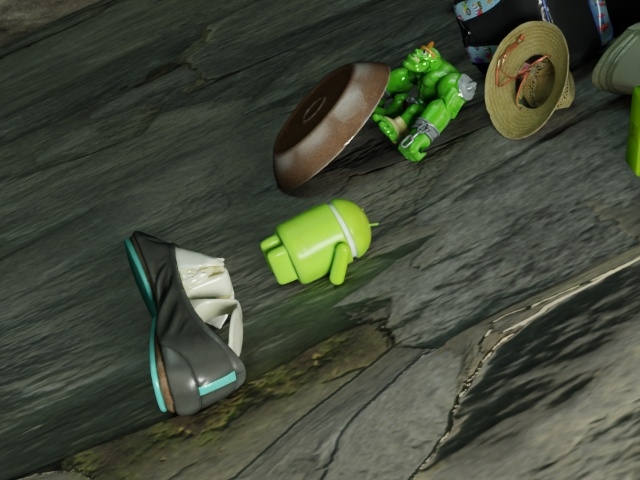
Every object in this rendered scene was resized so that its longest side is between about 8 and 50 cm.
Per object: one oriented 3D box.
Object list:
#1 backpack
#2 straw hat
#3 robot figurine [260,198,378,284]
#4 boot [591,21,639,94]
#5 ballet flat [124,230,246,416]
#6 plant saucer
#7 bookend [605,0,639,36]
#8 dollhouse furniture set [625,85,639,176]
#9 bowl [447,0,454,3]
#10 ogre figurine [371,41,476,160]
[{"bbox_3d":[0.248,-0.275,1.478,0.117,0.158,0.173,-26,12,-27],"label":"backpack"},{"bbox_3d":[0.252,-0.175,1.363,0.061,0.144,0.144,13,7,-30],"label":"straw hat"},{"bbox_3d":[0.000,0.000,1.223,0.115,0.067,0.101,-26,30,-7],"label":"robot figurine"},{"bbox_3d":[0.410,-0.208,1.283,0.213,0.077,0.165,-32,24,-12],"label":"boot"},{"bbox_3d":[-0.126,0.071,1.175,0.096,0.095,0.280,-16,34,-7],"label":"ballet flat"},{"bbox_3d":[0.003,-0.148,1.462,0.198,0.036,0.198,-43,20,20],"label":"plant saucer"},{"bbox_3d":[0.397,-0.324,1.530,0.156,0.072,0.157,-3,31,37],"label":"bookend"},{"bbox_3d":[0.369,-0.083,0.960,0.151,0.197,0.301,-4,29,-4],"label":"dollhouse furniture set"},{"bbox_3d":[0.257,-0.391,1.812,0.142,0.053,0.142,-35,27,-27],"label":"bowl"},{"bbox_3d":[0.116,-0.170,1.448,0.118,0.097,0.197,-40,9,5],"label":"ogre figurine"}]
